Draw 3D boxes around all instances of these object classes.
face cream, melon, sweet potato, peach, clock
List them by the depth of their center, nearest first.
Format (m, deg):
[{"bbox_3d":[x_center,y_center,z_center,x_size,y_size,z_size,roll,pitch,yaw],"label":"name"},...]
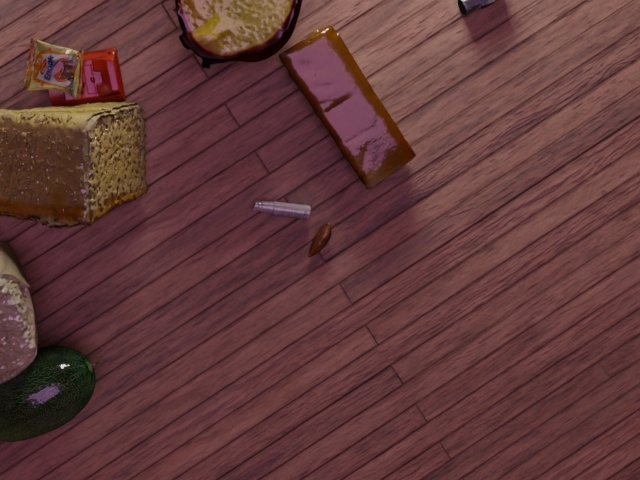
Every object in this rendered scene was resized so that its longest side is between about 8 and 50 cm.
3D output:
[{"bbox_3d":[-0.159,-0.541,1.719,0.257,0.201,0.362,6,112,-3],"label":"peach"},{"bbox_3d":[-0.500,-0.340,1.780,0.155,0.061,0.113,-10,102,-6],"label":"clock"},{"bbox_3d":[-0.613,0.329,1.839,0.287,0.182,0.182,-23,105,-2],"label":"melon"},{"bbox_3d":[-0.089,-0.072,1.924,0.130,0.034,0.034,6,101,-12],"label":"face cream"},{"bbox_3d":[0.000,0.000,1.958,0.034,0.034,0.095,29,106,-15],"label":"sweet potato"}]

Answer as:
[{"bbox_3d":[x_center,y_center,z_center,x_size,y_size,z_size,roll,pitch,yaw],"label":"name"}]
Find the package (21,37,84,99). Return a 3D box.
[{"bbox_3d":[-0.545,-0.353,1.731,0.120,0.031,0.108,10,88,-1],"label":"package"}]

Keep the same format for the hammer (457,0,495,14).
[{"bbox_3d":[0.300,-0.690,1.866,0.111,0.043,0.366,-26,103,-3],"label":"hammer"}]

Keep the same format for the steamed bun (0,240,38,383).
[{"bbox_3d":[-0.733,0.168,1.752,0.290,0.273,0.272,-8,119,-1],"label":"steamed bun"}]

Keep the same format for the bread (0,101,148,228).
[{"bbox_3d":[-0.547,-0.172,1.779,0.315,0.279,0.249,13,111,26],"label":"bread"}]

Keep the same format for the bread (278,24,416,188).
[{"bbox_3d":[0.059,-0.299,1.881,0.138,0.077,0.361,-35,106,-1],"label":"bread"}]
